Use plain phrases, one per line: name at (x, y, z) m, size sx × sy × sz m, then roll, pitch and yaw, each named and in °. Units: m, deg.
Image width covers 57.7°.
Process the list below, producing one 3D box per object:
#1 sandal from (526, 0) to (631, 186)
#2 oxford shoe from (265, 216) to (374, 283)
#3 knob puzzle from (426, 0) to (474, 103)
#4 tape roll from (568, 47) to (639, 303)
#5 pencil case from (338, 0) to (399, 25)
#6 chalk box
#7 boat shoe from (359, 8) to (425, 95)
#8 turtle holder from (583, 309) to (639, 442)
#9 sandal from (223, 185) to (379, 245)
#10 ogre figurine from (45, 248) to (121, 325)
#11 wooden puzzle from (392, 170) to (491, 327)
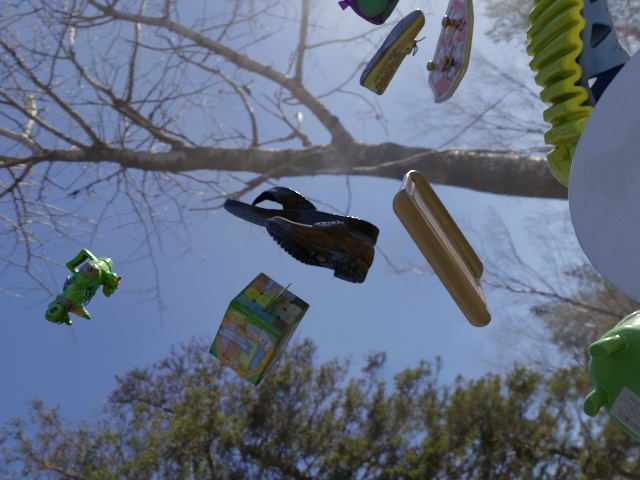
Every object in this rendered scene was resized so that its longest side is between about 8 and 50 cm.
sandal at (0.389, -0.242, 0.835) m, size 0.138 × 0.126 × 0.318 m, roll -11°, pitch -82°, yaw -8°
oxford shoe at (0.000, 0.000, 1.139) m, size 0.096 × 0.227 × 0.083 m, roll -60°, pitch -11°, yaw -29°
knob puzzle at (0.223, -0.334, 1.020) m, size 0.029 × 0.213 × 0.213 m, roll 8°, pitch -90°, yaw -7°
tape roll at (0.421, -0.095, 0.539) m, size 0.072 × 0.392 × 0.392 m, roll 26°, pitch -107°, yaw -25°
pencil case at (0.087, -0.341, 0.705) m, size 0.070 × 0.065 × 0.152 m, roll 1°, pitch -45°, yaw -40°
chalk box at (-0.122, 0.168, 1.212) m, size 0.132 × 0.132 × 0.213 m, roll -44°, pitch -16°, yaw -55°
boat shoe at (0.232, -0.573, 1.778) m, size 0.089 × 0.285 × 0.105 m, roll 29°, pitch -141°, yaw -19°
turtle holder at (0.610, 0.203, 1.004) m, size 0.227 × 0.243 × 0.321 m, roll -26°, pitch -72°, yaw -26°
sandal at (-0.049, -0.073, 1.565) m, size 0.167 × 0.445 × 0.107 m, roll 47°, pitch -124°, yaw -65°
ogre figurine at (-0.436, 0.086, 1.066) m, size 0.118 × 0.096 × 0.197 m, roll -54°, pitch -11°, yaw -1°
wooden puzzle at (0.182, 0.005, 0.889) m, size 0.221 × 0.044 × 0.239 m, roll 55°, pitch -160°, yaw -4°
